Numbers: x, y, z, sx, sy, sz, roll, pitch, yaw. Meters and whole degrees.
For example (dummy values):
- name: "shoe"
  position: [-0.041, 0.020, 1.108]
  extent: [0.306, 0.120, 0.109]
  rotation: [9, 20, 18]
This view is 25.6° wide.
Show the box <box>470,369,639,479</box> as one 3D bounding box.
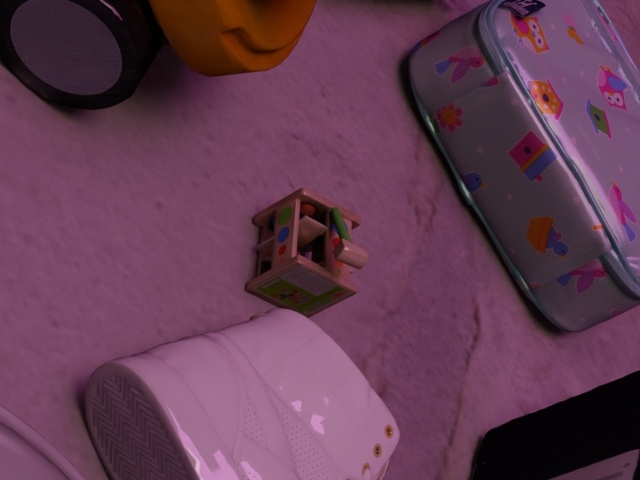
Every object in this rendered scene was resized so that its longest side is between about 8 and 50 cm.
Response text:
- name: "box"
  position: [0.265, 0.320, 0.899]
  extent: [0.395, 0.212, 0.293]
  rotation: [46, 42, -16]

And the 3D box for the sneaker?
- name: "sneaker"
  position: [0.004, 0.175, 0.794]
  extent: [0.169, 0.108, 0.292]
  rotation: [-20, 82, -46]

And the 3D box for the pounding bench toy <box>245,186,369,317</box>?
- name: "pounding bench toy"
  position: [0.000, 0.000, 0.906]
  extent: [0.052, 0.083, 0.065]
  rotation: [28, 51, -32]

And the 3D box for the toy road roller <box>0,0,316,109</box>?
- name: "toy road roller"
  position: [-0.080, -0.247, 0.792]
  extent: [0.202, 0.241, 0.329]
  rotation: [-66, 144, -43]

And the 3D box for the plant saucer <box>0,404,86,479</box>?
- name: "plant saucer"
  position: [-0.190, 0.217, 0.576]
  extent: [0.400, 0.100, 0.400]
  rotation: [24, 52, -35]

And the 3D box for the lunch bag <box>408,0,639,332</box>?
- name: "lunch bag"
  position: [0.205, -0.085, 1.146]
  extent: [0.224, 0.108, 0.279]
  rotation: [-31, 92, -49]
